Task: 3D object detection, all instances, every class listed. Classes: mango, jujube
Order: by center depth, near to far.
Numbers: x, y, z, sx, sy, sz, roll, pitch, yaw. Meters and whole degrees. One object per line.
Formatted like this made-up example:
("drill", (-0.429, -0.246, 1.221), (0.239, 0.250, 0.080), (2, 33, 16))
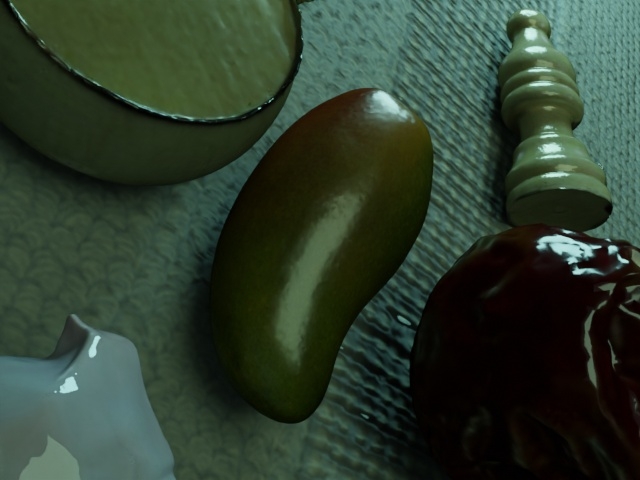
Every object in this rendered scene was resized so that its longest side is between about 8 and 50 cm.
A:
("mango", (-0.002, -0.005, 0.580), (0.146, 0.129, 0.289), (55, 49, -25))
("jujube", (0.243, 0.147, 0.653), (0.377, 0.276, 0.276), (46, 48, -23))

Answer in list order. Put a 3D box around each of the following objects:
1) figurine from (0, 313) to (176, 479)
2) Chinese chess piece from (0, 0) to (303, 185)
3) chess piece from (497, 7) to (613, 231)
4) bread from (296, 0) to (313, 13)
("figurine", (-0.191, 0.146, 0.327), (0.276, 0.200, 0.133), (-30, 77, -21))
("Chinese chess piece", (-0.132, -0.162, 0.524), (0.249, 0.103, 0.250), (17, 59, -31))
("chess piece", (0.280, -0.170, 0.929), (0.138, 0.124, 0.307), (1, 66, -9))
("bread", (-0.068, -0.347, 0.683), (0.269, 0.098, 0.087), (57, 4, -10))
